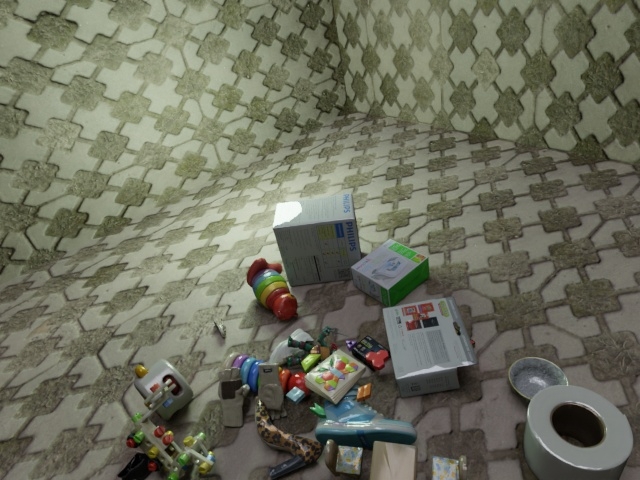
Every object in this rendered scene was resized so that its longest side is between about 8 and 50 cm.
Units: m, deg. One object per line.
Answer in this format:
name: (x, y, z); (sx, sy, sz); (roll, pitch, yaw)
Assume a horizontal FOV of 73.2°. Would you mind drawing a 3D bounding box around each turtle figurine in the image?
turtle figurine: (-0.006, 0.424, 1.631); (0.235, 0.118, 0.175); (2, 44, -9)

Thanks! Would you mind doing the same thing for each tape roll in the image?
tape roll: (0.695, 0.550, 1.185); (0.247, 0.169, 0.246); (-8, 35, 6)

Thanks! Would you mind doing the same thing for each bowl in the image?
bowl: (0.693, 0.466, 1.380); (0.170, 0.080, 0.170); (-9, 35, 6)

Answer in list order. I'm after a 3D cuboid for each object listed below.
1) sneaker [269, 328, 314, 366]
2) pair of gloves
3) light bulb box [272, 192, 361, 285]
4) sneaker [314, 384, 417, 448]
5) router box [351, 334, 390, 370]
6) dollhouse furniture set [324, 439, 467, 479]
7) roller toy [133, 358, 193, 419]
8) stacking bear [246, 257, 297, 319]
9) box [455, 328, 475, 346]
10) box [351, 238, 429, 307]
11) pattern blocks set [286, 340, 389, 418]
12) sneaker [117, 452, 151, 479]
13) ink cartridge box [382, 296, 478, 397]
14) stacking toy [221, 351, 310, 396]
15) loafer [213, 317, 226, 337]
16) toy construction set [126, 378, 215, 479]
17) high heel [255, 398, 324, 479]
sneaker: (-0.111, 0.436, 1.691); (0.094, 0.080, 0.212); (27, 49, 27)
pair of gloves: (-0.243, 0.537, 1.510); (0.240, 0.203, 0.042); (-11, -4, 8)
light bulb box: (0.000, 0.000, 2.014); (0.362, 0.357, 0.225); (-7, 37, 6)
sneaker: (0.149, 0.551, 1.397); (0.320, 0.127, 0.208); (-2, 37, 13)
router box: (0.191, 0.425, 1.634); (0.092, 0.038, 0.123); (-32, 39, -26)
dollhouse furniture set: (0.161, 0.682, 1.028); (0.363, 0.256, 0.393); (0, 49, 17)
roller toy: (-0.577, 0.546, 1.571); (0.191, 0.209, 0.146); (25, 50, 34)
stacking bear: (-0.202, 0.236, 1.929); (0.164, 0.175, 0.289); (-53, 49, 12)
box: (0.494, 0.375, 1.616); (0.094, 0.027, 0.137); (-29, 38, -23)
box: (0.311, 0.142, 1.922); (0.262, 0.126, 0.231); (-33, 41, -25)
pattern blocks set: (0.054, 0.453, 1.457); (0.286, 0.026, 0.325); (9, 36, 33)
sneaker: (-0.574, 0.722, 1.417); (0.051, 0.089, 0.170); (15, 44, 34)
ink cartridge box: (0.385, 0.371, 1.537); (0.272, 0.130, 0.309); (-13, 39, 9)
stacking toy: (-0.189, 0.502, 1.579); (0.331, 0.141, 0.141); (5, 38, 16)
loafer: (-0.436, 0.379, 1.898); (0.039, 0.045, 0.125); (-21, 32, -23)
toy construction set: (-0.486, 0.623, 1.377); (0.215, 0.327, 0.151); (-41, -13, 25)
high heel: (-0.106, 0.614, 1.405); (0.186, 0.093, 0.261); (-23, 52, -4)
